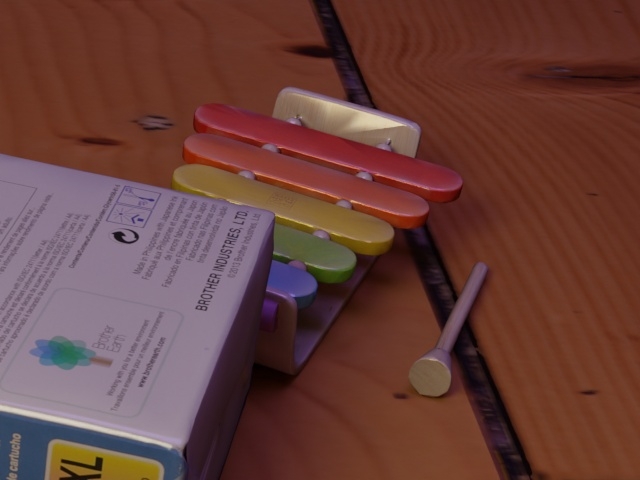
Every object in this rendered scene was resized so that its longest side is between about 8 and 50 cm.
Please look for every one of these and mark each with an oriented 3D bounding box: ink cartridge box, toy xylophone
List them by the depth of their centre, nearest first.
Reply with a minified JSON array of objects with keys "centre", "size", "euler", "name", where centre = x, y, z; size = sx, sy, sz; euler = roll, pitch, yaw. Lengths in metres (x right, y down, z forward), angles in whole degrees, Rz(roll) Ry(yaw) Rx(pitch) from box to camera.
[{"centre":[-0.244,0.058,1.051],"size":[0.395,0.151,0.270],"euler":[13,27,3],"name":"ink cartridge box"},{"centre":[0.000,0.000,1.314],"size":[0.236,0.081,0.322],"euler":[13,28,4],"name":"toy xylophone"}]
